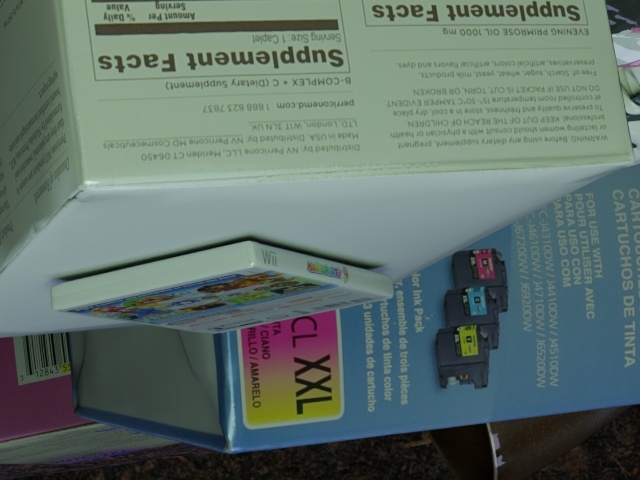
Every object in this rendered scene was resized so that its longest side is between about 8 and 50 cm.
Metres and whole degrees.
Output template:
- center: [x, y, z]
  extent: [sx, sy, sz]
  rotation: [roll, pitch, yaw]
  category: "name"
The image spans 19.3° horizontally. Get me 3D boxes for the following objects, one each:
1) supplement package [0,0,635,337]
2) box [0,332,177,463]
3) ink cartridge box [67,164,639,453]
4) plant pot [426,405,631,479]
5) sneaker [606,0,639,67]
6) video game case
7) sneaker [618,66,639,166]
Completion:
- center: [-0.038, -0.059, 0.738]
  extent: [0.204, 0.145, 0.262]
  rotation: [-4, 169, -23]
  category: "supplement package"
- center: [-0.203, 0.119, 1.614]
  extent: [0.213, 0.117, 0.243]
  rotation: [-14, 167, 24]
  category: "box"
- center: [0.071, 0.027, 1.139]
  extent: [0.395, 0.151, 0.270]
  rotation: [-5, -178, -25]
  category: "ink cartridge box"
- center: [0.186, 0.055, 1.433]
  extent: [0.230, 0.215, 0.215]
  rotation: [-21, 172, -12]
  category: "plant pot"
- center: [0.104, -0.109, 0.817]
  extent: [0.178, 0.077, 0.072]
  rotation: [-33, 136, 20]
  category: "sneaker"
- center: [-0.035, 0.020, 0.729]
  extent: [0.087, 0.011, 0.122]
  rotation: [-12, 168, 24]
  category: "video game case"
- center: [0.123, -0.074, 0.915]
  extent: [0.153, 0.094, 0.235]
  rotation: [-16, 180, -8]
  category: "sneaker"
